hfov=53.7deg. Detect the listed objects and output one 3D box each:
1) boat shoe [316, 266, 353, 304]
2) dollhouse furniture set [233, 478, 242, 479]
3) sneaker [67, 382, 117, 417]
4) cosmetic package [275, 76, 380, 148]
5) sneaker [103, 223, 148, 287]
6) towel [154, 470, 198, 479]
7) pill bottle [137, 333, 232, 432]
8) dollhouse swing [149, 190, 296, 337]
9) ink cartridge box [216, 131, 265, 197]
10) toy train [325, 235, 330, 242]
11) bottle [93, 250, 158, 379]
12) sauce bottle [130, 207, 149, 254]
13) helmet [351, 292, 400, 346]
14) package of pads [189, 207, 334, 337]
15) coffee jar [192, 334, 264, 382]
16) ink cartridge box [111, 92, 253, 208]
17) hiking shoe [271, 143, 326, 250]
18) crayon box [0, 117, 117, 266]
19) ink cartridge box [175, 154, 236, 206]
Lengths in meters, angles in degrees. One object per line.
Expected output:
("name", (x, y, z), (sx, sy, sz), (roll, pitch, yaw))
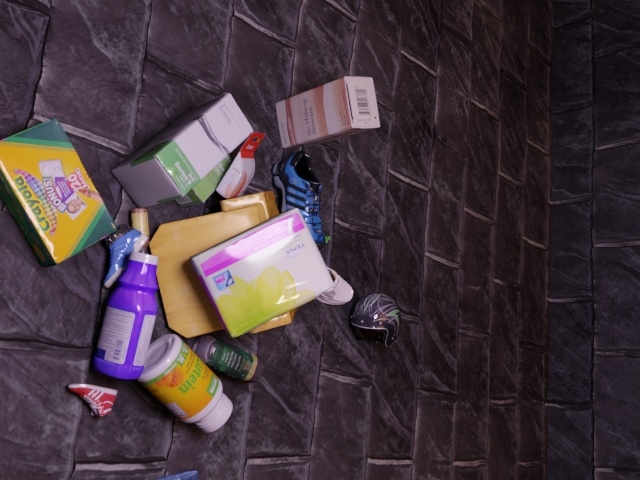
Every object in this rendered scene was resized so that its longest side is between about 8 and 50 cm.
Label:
("boat shoe", (0.017, 0.132, 1.946), (0.277, 0.096, 0.098), (27, 66, -40))
("dollhouse furniture set", (-0.233, 0.703, 1.646), (0.076, 0.058, 0.152), (52, 52, -27))
("sneaker", (-0.516, 0.359, 1.419), (0.118, 0.042, 0.067), (26, 63, -42))
("cosmetic package", (0.017, -0.373, 1.871), (0.129, 0.296, 0.153), (-12, 92, -44))
("sneaker", (-0.484, 0.031, 1.488), (0.084, 0.058, 0.152), (35, 81, -9))
("towel", (-0.355, 0.609, 1.557), (0.119, 0.029, 0.067), (3, 84, -45))
("pill bottle", (-0.326, 0.356, 1.543), (0.246, 0.136, 0.136), (53, 52, -26))
("dollhouse swing", (-0.251, 0.068, 1.712), (0.315, 0.304, 0.347), (-67, 144, -84))
("ink cartridge box", (-0.192, -0.195, 1.653), (0.045, 0.179, 0.145), (37, 10, 2))
("toy train", (0.000, 0.000, 2.003), (0.083, 0.017, 0.024), (-6, 99, -45))
("bottle", (-0.434, 0.168, 1.445), (0.092, 0.118, 0.283), (20, 80, -58))
("sauce bottle", (-0.440, -0.014, 1.544), (0.042, 0.042, 0.128), (0, 84, -45))
("helmet", (0.180, 0.250, 2.050), (0.169, 0.169, 0.162), (-48, 133, -38))
("package of pads", (-0.138, 0.080, 1.556), (0.296, 0.101, 0.229), (-27, 98, -15))
("coffee jar", (-0.241, 0.315, 1.663), (0.184, 0.096, 0.079), (32, 66, -37))
("ink cartridge box", (-0.334, -0.222, 1.557), (0.289, 0.211, 0.121), (-51, 119, -36))
("hiking shoe", (-0.049, -0.117, 1.838), (0.113, 0.132, 0.304), (-10, 73, -45))
("crayon box", (-0.590, -0.103, 1.377), (0.165, 0.081, 0.278), (-39, 112, -41))
("ink cartridge box", (-0.295, -0.180, 1.664), (0.062, 0.109, 0.209), (56, 50, -25))
